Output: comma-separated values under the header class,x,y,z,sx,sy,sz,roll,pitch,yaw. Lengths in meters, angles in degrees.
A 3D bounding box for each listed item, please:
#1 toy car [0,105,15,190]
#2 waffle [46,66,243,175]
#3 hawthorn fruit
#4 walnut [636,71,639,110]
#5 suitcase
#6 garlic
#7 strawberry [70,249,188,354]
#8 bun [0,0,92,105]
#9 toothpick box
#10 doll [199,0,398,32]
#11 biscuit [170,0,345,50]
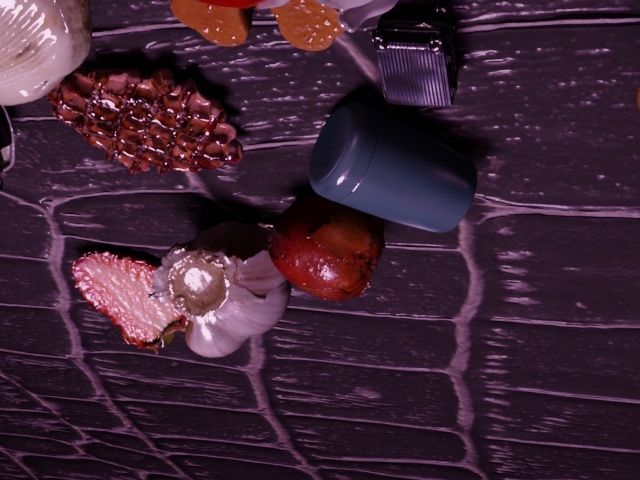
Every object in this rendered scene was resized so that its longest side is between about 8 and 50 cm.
class,x,y,z,sx,sy,sz,roll,pitch,yaw
toy car,-0.518,-0.123,1.465,0.158,0.235,0.172,38,149,42
waffle,-0.212,-0.148,1.436,0.234,0.055,0.221,-3,150,35
hawthorn fruit,0.000,0.000,1.529,0.172,0.148,0.148,20,153,12
walnut,0.417,-0.124,1.156,0.245,0.137,0.137,15,152,-24
suitcase,0.101,-0.194,1.220,0.086,0.059,0.126,6,151,15
garlic,-0.172,0.045,1.649,0.256,0.207,0.207,24,160,33
strawberry,-0.283,0.073,1.846,0.167,0.087,0.208,-34,104,28
bun,-0.352,-0.253,1.215,0.239,0.141,0.239,6,145,4
toothpick box,0.090,-0.081,1.368,0.184,0.120,0.120,22,150,-22
doll,-0.092,-0.271,1.011,0.384,0.099,0.188,20,156,19
biscuit,-0.087,-0.303,1.114,0.202,0.047,0.334,4,152,20
